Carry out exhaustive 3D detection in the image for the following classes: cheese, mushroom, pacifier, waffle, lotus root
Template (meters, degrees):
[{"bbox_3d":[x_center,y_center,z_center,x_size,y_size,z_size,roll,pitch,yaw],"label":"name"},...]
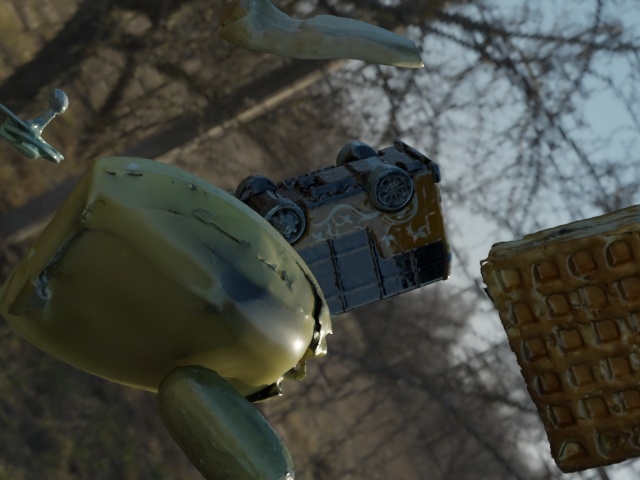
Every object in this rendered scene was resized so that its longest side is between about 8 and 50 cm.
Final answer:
[{"bbox_3d":[-0.135,0.054,1.338,0.316,0.259,0.128,28,44,-18],"label":"cheese"},{"bbox_3d":[0.003,-0.198,1.313,0.059,0.202,0.054,-72,173,-56],"label":"mushroom"},{"bbox_3d":[-0.435,-0.185,2.137,0.127,0.116,0.150,39,-6,38],"label":"pacifier"},{"bbox_3d":[0.340,0.126,1.662,0.308,0.213,0.091,68,26,-14],"label":"waffle"},{"bbox_3d":[-0.083,0.194,1.293,0.183,0.077,0.090,47,-13,3],"label":"lotus root"}]

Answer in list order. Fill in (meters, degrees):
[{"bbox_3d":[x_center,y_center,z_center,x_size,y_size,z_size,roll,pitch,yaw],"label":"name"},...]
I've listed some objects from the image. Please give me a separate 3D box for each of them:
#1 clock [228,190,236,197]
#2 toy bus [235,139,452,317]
[{"bbox_3d":[-0.103,0.037,2.202,0.200,0.147,0.243,-13,96,-59],"label":"clock"},{"bbox_3d":[0.000,0.000,1.832,0.162,0.324,0.194,-135,-151,-64],"label":"toy bus"}]
